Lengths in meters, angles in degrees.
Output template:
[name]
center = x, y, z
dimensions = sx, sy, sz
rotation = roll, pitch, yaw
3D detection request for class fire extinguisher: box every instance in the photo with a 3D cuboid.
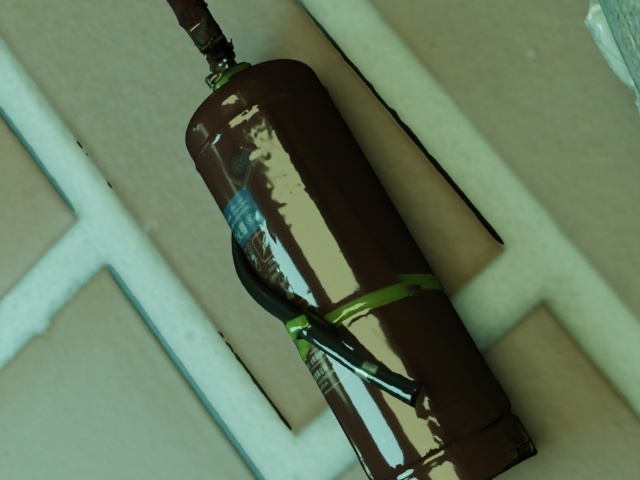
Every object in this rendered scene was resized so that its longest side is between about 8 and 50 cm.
[fire extinguisher]
center = 0.000, 0.000, 0.757
dimensions = 0.105, 0.141, 0.341
rotation = -29, 78, -7

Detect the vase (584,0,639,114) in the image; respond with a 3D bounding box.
[vase]
center = 0.210, -0.189, 0.616
dimensions = 0.250, 0.250, 0.445
rotation = -37, 72, 19
